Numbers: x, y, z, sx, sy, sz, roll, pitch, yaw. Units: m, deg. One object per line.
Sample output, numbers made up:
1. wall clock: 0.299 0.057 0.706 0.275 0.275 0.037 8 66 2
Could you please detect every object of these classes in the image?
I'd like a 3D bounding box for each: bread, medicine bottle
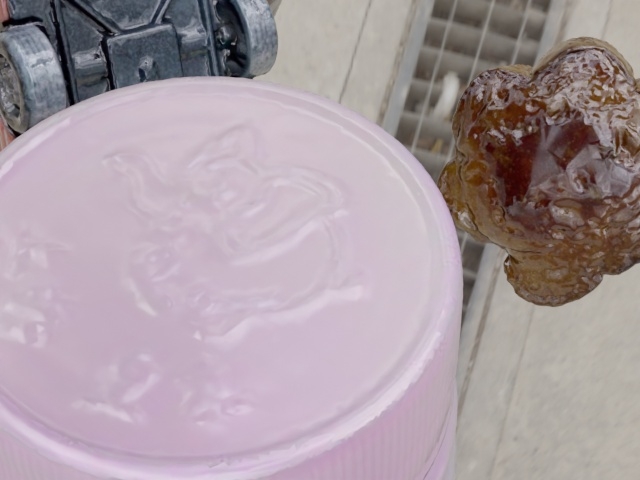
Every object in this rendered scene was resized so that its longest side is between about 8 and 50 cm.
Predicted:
1. bread: 0.234 -0.081 1.485 0.232 0.135 0.247 44 114 -4
2. medicine bottle: -0.042 0.109 0.679 0.202 0.316 0.202 -1 49 1

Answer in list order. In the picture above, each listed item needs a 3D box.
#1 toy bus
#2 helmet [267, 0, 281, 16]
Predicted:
1. toy bus: -0.152 -0.029 1.189 0.203 0.233 0.426 -18 111 -28
2. helmet: -0.099 -0.285 1.588 0.153 0.177 0.107 43 104 9
